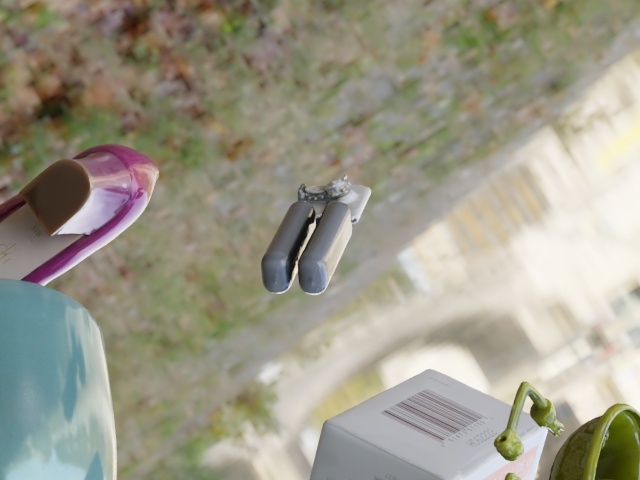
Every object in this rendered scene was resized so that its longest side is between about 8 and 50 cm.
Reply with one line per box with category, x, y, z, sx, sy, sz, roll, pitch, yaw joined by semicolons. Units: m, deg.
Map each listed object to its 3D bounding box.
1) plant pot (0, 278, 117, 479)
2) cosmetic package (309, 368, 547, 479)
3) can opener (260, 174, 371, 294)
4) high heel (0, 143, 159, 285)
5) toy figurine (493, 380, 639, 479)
plant pot;-0.331;0.220;1.728;0.293;0.235;0.293;-12;142;-10
cosmetic package;0.076;0.391;1.914;0.230;0.161;0.453;-20;128;-55
can opener;0.000;0.000;1.844;0.074;0.093;0.280;-1;-163;10
high heel;-0.336;0.027;1.904;0.377;0.127;0.181;-30;173;21
toy figurine;0.114;0.296;1.362;0.191;0.362;0.217;20;160;-34
